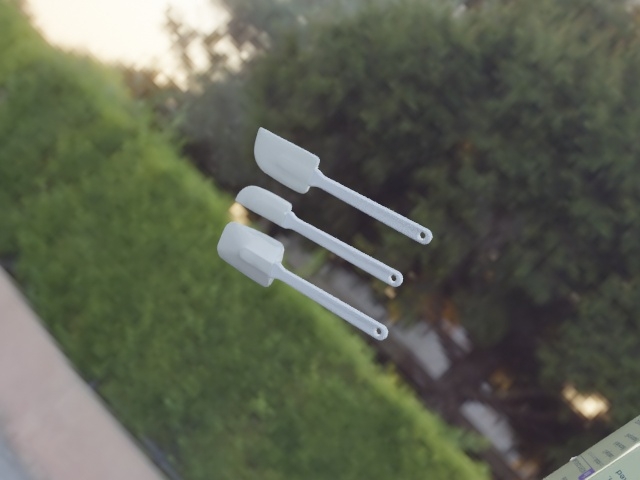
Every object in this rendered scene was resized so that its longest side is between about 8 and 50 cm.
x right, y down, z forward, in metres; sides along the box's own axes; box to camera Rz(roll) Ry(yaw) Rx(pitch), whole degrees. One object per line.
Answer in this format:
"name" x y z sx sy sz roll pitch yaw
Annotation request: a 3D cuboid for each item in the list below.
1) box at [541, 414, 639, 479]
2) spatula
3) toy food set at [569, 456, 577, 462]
"box" 0.214 0.228 1.137 0.117 0.243 0.213 57 3 7
"spatula" 0.000 0.000 1.677 0.242 0.168 0.019 30 17 23
"toy food set" 0.284 0.285 1.336 0.128 0.071 0.218 28 50 -30
